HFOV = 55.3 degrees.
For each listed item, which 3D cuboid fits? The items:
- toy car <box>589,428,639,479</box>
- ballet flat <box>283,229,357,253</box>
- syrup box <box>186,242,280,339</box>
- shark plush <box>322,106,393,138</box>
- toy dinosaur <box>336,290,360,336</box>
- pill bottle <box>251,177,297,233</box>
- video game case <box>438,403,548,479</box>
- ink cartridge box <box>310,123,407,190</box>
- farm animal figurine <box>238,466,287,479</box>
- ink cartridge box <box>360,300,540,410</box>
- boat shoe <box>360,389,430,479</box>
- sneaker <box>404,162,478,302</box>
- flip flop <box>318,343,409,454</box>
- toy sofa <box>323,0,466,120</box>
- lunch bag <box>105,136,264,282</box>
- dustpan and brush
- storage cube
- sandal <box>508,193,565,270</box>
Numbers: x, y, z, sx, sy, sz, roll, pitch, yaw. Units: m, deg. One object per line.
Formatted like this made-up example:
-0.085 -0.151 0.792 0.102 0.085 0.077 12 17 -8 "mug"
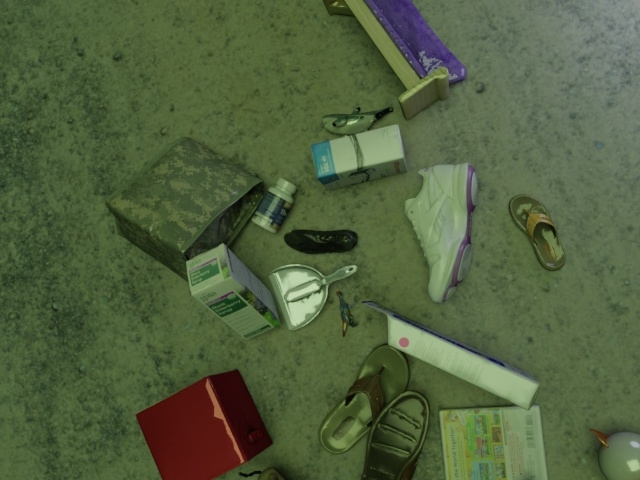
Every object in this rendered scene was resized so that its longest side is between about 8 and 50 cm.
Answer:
0.625 0.449 1.171 0.219 0.210 0.238 -52 48 16 "toy car"
0.000 0.000 1.400 0.173 0.049 0.057 4 118 16 "ballet flat"
-0.184 0.115 1.314 0.093 0.237 0.096 -26 52 8 "syrup box"
0.084 -0.287 1.401 0.161 0.073 0.067 -23 50 13 "shark plush"
0.050 0.157 1.369 0.090 0.047 0.082 -47 59 14 "toy dinosaur"
-0.103 -0.082 1.410 0.067 0.067 0.120 30 91 13 "pill bottle"
0.363 0.464 1.279 0.207 0.026 0.226 -6 84 11 "video game case"
0.089 -0.180 1.342 0.191 0.139 0.082 -11 81 10 "ink cartridge box"
-0.031 0.659 1.279 0.327 0.172 0.330 7 78 0 "farm animal figurine"
0.251 0.225 1.249 0.371 0.176 0.069 26 91 13 "ink cartridge box"
0.150 0.455 1.287 0.111 0.104 0.307 24 91 22 "boat shoe"
0.253 -0.018 1.323 0.152 0.114 0.304 5 81 26 "sneaker"
0.092 0.348 1.318 0.112 0.080 0.277 40 93 13 "flip flop"
0.162 -0.466 1.353 0.177 0.150 0.362 -34 79 8 "toy sofa"
-0.295 -0.087 1.394 0.235 0.169 0.287 31 61 17 "lunch bag"
-0.011 0.102 1.375 0.211 0.060 0.147 -24 80 9 "dustpan and brush"
-0.246 0.412 1.331 0.215 0.184 0.193 -30 78 8 "storage cube"
0.465 -0.021 1.294 0.072 0.049 0.180 -26 80 8 "sandal"
